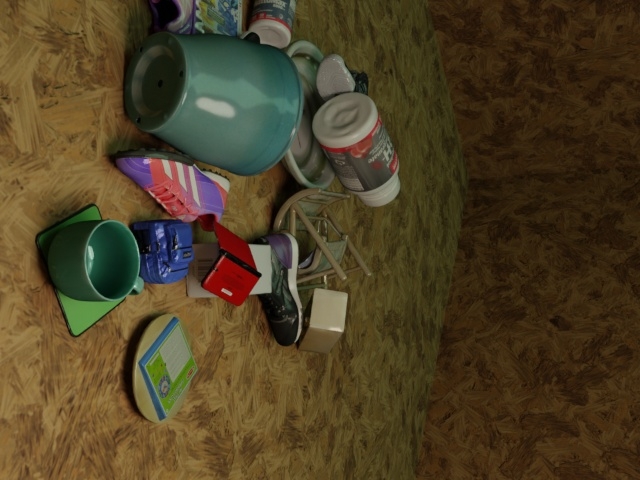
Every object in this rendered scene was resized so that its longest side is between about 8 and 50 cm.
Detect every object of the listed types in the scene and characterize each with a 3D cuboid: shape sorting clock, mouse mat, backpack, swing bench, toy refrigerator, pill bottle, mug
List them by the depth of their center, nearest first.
[{"bbox_3d":[-0.364,0.045,1.098,0.129,0.098,0.157,-54,136,-55],"label":"mug"},{"bbox_3d":[-0.397,0.049,1.154,0.152,0.007,0.189,-48,131,-58],"label":"mouse mat"},{"bbox_3d":[-0.292,0.023,1.280,0.098,0.101,0.120,-10,100,-59],"label":"backpack"},{"bbox_3d":[-0.299,0.243,1.309,0.206,0.041,0.206,-4,90,-69],"label":"shape sorting clock"},{"bbox_3d":[-0.117,-0.580,1.719,0.108,0.108,0.180,44,47,-57],"label":"pill bottle"},{"bbox_3d":[-0.002,0.214,1.780,0.269,0.094,0.102,112,-13,-68],"label":"toy refrigerator"},{"bbox_3d":[0.000,0.000,1.830,0.253,0.165,0.254,2,71,-69],"label":"swing bench"},{"bbox_3d":[0.112,-0.234,1.868,0.318,0.177,0.176,56,39,-50],"label":"pill bottle"}]

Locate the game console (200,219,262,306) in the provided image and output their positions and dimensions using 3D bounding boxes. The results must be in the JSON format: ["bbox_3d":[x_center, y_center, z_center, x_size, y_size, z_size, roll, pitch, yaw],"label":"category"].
[{"bbox_3d":[-0.193,0.049,1.400,0.124,0.085,0.144,-56,146,-4],"label":"game console"}]

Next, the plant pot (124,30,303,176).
[{"bbox_3d":[-0.216,-0.275,1.305,0.255,0.272,0.271,6,81,-52],"label":"plant pot"}]

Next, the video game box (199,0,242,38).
[{"bbox_3d":[-0.241,-0.536,1.513,0.205,0.048,0.186,13,74,-65],"label":"video game box"}]

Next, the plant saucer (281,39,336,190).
[{"bbox_3d":[-0.057,-0.326,1.837,0.400,0.101,0.399,-3,90,-65],"label":"plant saucer"}]

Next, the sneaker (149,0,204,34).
[{"bbox_3d":[-0.290,-0.497,1.352,0.105,0.095,0.236,-3,92,-58],"label":"sneaker"}]

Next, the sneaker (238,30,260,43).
[{"bbox_3d":[-0.153,-0.367,1.539,0.079,0.121,0.216,42,66,-59],"label":"sneaker"}]

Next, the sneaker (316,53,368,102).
[{"bbox_3d":[0.064,-0.434,1.882,0.268,0.101,0.153,65,31,-51],"label":"sneaker"}]

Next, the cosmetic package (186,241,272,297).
[{"bbox_3d":[-0.196,0.064,1.509,0.231,0.086,0.117,8,80,-67],"label":"cosmetic package"}]

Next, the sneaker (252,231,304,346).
[{"bbox_3d":[-0.124,0.125,1.679,0.124,0.107,0.283,-8,95,-46],"label":"sneaker"}]

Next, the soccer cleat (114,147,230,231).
[{"bbox_3d":[-0.277,-0.097,1.323,0.318,0.109,0.116,22,72,-66],"label":"soccer cleat"}]
